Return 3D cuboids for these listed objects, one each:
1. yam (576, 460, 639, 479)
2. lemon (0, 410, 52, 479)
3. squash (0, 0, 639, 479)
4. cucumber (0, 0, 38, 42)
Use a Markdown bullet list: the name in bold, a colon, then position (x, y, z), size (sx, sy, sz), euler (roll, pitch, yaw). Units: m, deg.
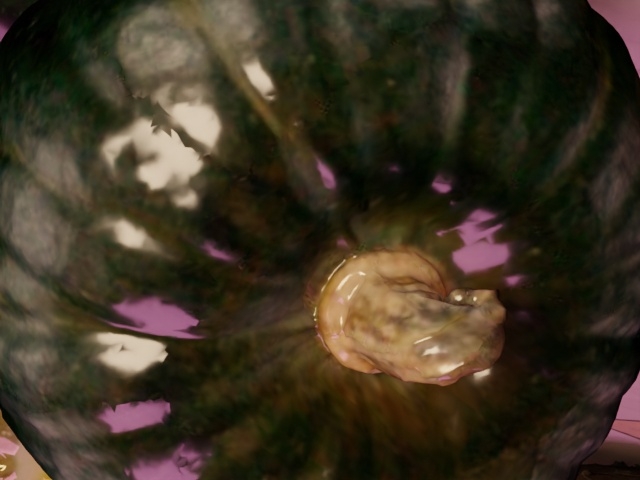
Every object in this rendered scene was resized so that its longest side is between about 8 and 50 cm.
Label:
- **yam**: position (0.211, 0.289, 1.712), size (0.348, 0.241, 0.241), euler (5, 167, 36)
- **lemon**: position (-0.204, 0.063, 1.016), size (0.240, 0.240, 0.219), euler (12, -160, 1)
- **squash**: position (-0.002, -0.001, 0.560), size (0.218, 0.218, 0.172), euler (11, -153, 2)
- **cucumber**: position (-0.074, -0.076, 0.643), size (0.284, 0.056, 0.056), euler (17, 167, -13)
